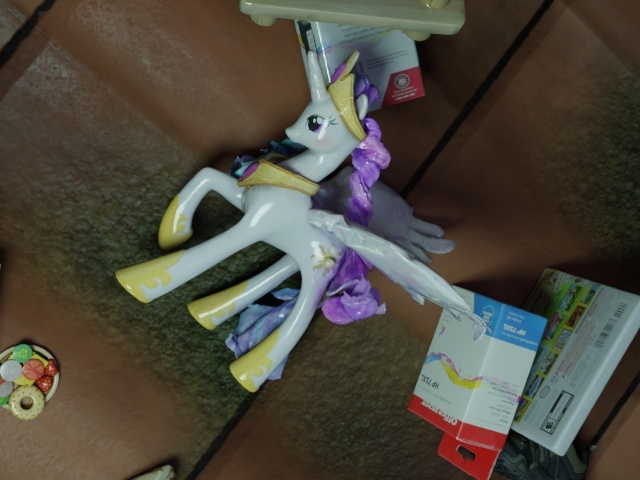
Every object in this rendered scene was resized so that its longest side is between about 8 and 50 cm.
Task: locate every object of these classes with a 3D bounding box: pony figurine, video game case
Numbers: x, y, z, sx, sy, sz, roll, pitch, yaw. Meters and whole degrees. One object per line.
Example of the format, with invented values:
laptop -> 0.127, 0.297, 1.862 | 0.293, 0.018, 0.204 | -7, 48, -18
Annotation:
pony figurine -> 0.000, 0.000, 1.259 | 0.363, 0.303, 0.351 | -43, 114, 8
video game case -> 0.312, 0.154, 1.433 | 0.026, 0.206, 0.227 | 34, 84, -26

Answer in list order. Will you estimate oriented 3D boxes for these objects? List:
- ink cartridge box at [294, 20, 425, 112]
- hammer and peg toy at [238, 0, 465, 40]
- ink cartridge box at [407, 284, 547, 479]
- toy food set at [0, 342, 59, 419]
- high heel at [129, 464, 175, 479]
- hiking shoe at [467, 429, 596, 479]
ink cartridge box -> 0.044, -0.249, 1.327 | 0.127, 0.072, 0.175 | -18, 105, -19
hammer and peg toy -> -0.019, -0.352, 1.200 | 0.361, 0.127, 0.266 | 3, 69, -12
ink cartridge box -> 0.199, 0.188, 1.430 | 0.078, 0.134, 0.231 | 19, 90, -26
toy food set -> -0.347, 0.162, 1.253 | 0.082, 0.020, 0.083 | 39, 83, -23
high heel -> -0.237, 0.413, 1.323 | 0.261, 0.093, 0.186 | -49, 131, -18
hiking shoe -> 0.298, 0.289, 1.529 | 0.227, 0.086, 0.114 | 34, 73, -31
